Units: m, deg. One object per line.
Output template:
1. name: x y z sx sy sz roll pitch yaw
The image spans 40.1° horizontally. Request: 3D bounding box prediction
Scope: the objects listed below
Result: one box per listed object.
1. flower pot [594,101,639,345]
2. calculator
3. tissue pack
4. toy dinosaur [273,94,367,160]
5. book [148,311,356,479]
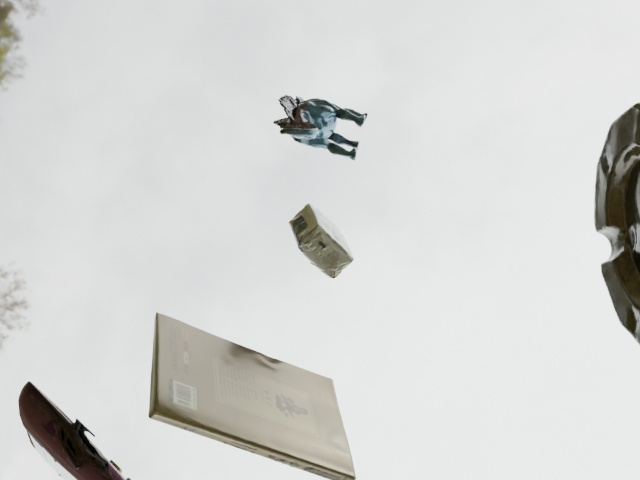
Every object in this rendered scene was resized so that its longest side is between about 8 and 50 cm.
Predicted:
1. flower pot: 0.363 -0.014 0.667 0.258 0.290 0.291 -6 -123 -3
2. calculator: -0.221 0.280 0.947 0.043 0.294 0.194 -44 175 -26
3. tissue pack: 0.000 0.000 0.972 0.042 0.062 0.083 -45 -160 9
4. toy dinosaur: -0.001 -0.104 0.781 0.197 0.080 0.045 -65 171 -73
5. book: -0.063 0.142 0.794 0.016 0.198 0.138 -56 -156 22
